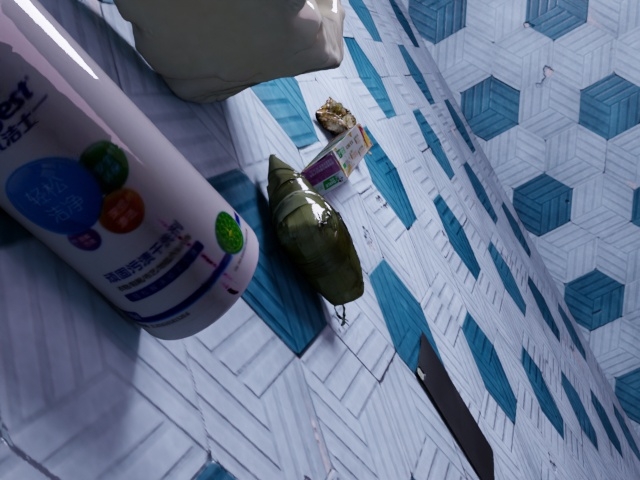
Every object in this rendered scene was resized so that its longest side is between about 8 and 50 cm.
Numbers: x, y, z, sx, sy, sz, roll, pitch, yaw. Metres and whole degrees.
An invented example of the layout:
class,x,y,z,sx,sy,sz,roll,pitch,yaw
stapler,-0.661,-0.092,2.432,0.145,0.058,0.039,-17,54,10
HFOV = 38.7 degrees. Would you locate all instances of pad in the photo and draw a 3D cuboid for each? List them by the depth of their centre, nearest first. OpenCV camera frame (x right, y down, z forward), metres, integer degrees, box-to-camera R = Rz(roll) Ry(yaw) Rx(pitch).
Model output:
class,x,y,z,sx,sy,sz,roll,pitch,yaw
pad,0.165,0.209,1.097,0.193,0.004,0.116,58,18,-13

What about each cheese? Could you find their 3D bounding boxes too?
class,x,y,z,sx,sy,sz,roll,pitch,yaw
cheese,-0.087,-0.274,0.790,0.292,0.153,0.332,-84,156,-54

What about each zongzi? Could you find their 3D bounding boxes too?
class,x,y,z,sx,sy,sz,roll,pitch,yaw
zongzi,0.000,0.000,0.878,0.154,0.062,0.130,55,5,-40

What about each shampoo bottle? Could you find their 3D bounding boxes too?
class,x,y,z,sx,sy,sz,roll,pitch,yaw
shampoo bottle,-0.152,-0.067,0.469,0.303,0.092,0.092,50,21,-37

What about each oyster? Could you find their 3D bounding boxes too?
class,x,y,z,sx,sy,sz,roll,pitch,yaw
oyster,0.027,-0.157,1.223,0.132,0.029,0.086,40,21,-43

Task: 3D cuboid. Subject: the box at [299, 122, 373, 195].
class,x,y,z,sx,sy,sz,roll,pitch,yaw
box,0.022,-0.096,1.078,0.041,0.050,0.207,58,17,-8
